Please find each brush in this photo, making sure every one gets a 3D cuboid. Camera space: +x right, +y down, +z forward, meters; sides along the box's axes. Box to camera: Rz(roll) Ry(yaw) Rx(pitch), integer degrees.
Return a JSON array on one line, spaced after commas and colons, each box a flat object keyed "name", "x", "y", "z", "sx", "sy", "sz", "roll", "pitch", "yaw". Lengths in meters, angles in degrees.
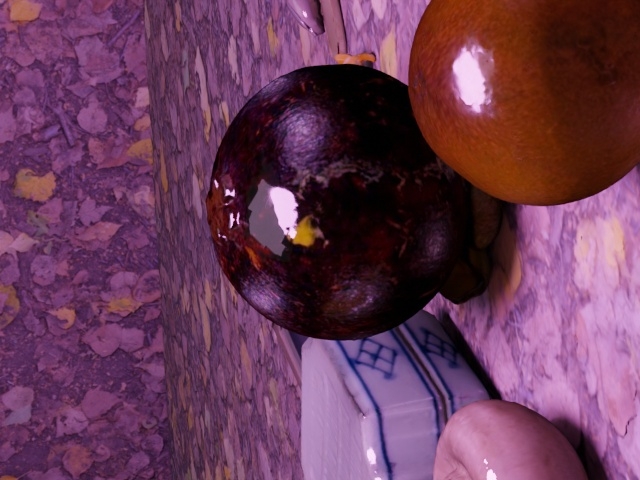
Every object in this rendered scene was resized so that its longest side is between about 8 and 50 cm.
[{"name": "brush", "x": -0.004, "y": -0.390, "z": 1.980, "sx": 0.085, "sy": 0.020, "sz": 0.337, "roll": 149, "pitch": 112, "yaw": -74}]

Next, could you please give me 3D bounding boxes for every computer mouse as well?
[{"name": "computer mouse", "x": -0.022, "y": -0.307, "z": 2.001, "sx": 0.066, "sy": 0.039, "sz": 0.096, "roll": 22, "pitch": -125, "yaw": -64}]

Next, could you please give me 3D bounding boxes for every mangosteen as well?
[{"name": "mangosteen", "x": 0.031, "y": -0.036, "z": 1.513, "sx": 0.288, "sy": 0.288, "sz": 0.288, "roll": 172, "pitch": 90, "yaw": -76}]

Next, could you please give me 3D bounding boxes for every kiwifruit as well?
[{"name": "kiwifruit", "x": 0.158, "y": -0.123, "z": 1.143, "sx": 0.234, "sy": 0.196, "sz": 0.196, "roll": -158, "pitch": 62, "yaw": -81}]

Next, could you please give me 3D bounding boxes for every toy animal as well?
[{"name": "toy animal", "x": 0.042, "y": -0.187, "z": 1.870, "sx": 0.083, "sy": 0.081, "sz": 0.060, "roll": 43, "pitch": -167, "yaw": -50}]

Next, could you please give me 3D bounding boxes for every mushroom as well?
[{"name": "mushroom", "x": 0.144, "y": 0.239, "z": 1.395, "sx": 0.206, "sy": 0.209, "sz": 0.206, "roll": 11, "pitch": -90, "yaw": -85}]

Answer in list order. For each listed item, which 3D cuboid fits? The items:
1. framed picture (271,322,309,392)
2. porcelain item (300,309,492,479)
[{"name": "framed picture", "x": 0.013, "y": 0.143, "z": 2.111, "sx": 0.446, "sy": 0.028, "sz": 0.326, "roll": -118, "pitch": 23, "yaw": -47}, {"name": "porcelain item", "x": 0.086, "y": 0.238, "z": 1.674, "sx": 0.281, "sy": 0.157, "sz": 0.286, "roll": -125, "pitch": 32, "yaw": -58}]
